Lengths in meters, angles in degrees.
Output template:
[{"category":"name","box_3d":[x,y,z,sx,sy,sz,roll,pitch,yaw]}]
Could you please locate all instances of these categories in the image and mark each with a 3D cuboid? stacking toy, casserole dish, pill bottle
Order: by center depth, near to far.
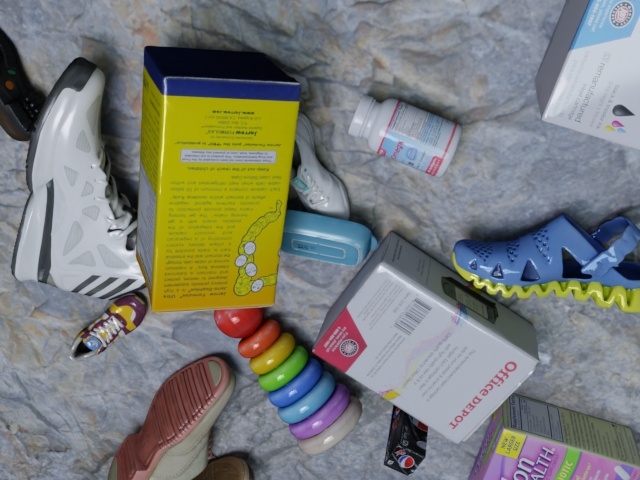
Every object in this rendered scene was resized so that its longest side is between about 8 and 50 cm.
[{"category":"pill bottle","box_3d":[0.128,-0.163,1.169,0.160,0.087,0.087,22,119,2]},{"category":"casserole dish","box_3d":[0.000,0.000,1.278,0.188,0.037,0.114,12,152,7]},{"category":"stacking toy","box_3d":[-0.071,0.224,1.399,0.141,0.141,0.330,-34,97,25]}]

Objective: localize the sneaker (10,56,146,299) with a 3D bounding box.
[{"category":"sneaker","box_3d":[-0.357,-0.080,1.307,0.257,0.169,0.447,18,125,-8]}]

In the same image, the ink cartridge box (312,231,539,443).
[{"category":"ink cartridge box","box_3d":[0.176,0.166,1.298,0.306,0.131,0.226,33,118,-6]}]

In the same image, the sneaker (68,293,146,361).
[{"category":"sneaker","box_3d":[-0.406,0.173,1.462,0.185,0.084,0.069,-39,102,27]}]

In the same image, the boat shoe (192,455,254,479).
[{"category":"boat shoe","box_3d":[-0.228,0.579,1.623,0.123,0.123,0.342,23,118,-33]}]

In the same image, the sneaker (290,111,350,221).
[{"category":"sneaker","box_3d":[-0.022,-0.097,1.233,0.080,0.094,0.212,-21,110,20]}]

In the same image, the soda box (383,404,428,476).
[{"category":"soda box","box_3d":[0.157,0.335,1.365,0.053,0.169,0.060,27,119,-3]}]

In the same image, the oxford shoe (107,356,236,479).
[{"category":"oxford shoe","box_3d":[-0.272,0.384,1.536,0.146,0.140,0.397,24,119,-35]}]

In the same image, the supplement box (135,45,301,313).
[{"category":"supplement box","box_3d":[-0.166,-0.093,1.162,0.195,0.194,0.356,-1,116,-21]}]

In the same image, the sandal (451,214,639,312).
[{"category":"sandal","box_3d":[0.366,0.019,1.195,0.317,0.126,0.138,4,114,2]}]

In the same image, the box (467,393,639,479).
[{"category":"box","box_3d":[0.410,0.418,1.370,0.243,0.117,0.213,16,115,5]}]

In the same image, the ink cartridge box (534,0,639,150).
[{"category":"ink cartridge box","box_3d":[0.447,-0.233,0.996,0.270,0.197,0.198,17,119,4]}]

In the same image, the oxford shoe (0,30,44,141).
[{"category":"oxford shoe","box_3d":[-0.548,-0.267,1.279,0.096,0.083,0.227,-14,104,40]}]
